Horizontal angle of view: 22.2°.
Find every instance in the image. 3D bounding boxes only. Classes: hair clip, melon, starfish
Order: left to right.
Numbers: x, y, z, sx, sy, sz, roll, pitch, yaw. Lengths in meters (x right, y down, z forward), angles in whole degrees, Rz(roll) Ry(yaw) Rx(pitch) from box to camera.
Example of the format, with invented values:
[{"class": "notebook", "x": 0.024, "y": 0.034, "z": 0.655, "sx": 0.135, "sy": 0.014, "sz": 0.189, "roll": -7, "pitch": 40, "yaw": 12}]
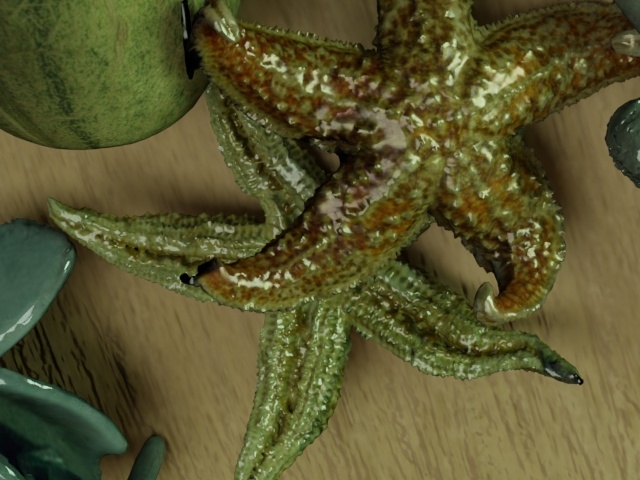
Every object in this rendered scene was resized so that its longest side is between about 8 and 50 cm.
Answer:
[{"class": "hair clip", "x": -0.310, "y": 0.162, "z": 1.246, "sx": 0.318, "sy": 0.392, "sz": 0.238, "roll": -5, "pitch": 136, "yaw": 23}, {"class": "melon", "x": -0.168, "y": -0.215, "z": 1.020, "sx": 0.248, "sy": 0.248, "sz": 0.329, "roll": -1, "pitch": 114, "yaw": 24}, {"class": "starfish", "x": 0.000, "y": -0.002, "z": 1.141, "sx": 0.347, "sy": 0.078, "sz": 0.358, "roll": -22, "pitch": 87, "yaw": 18}, {"class": "starfish", "x": 0.053, "y": -0.090, "z": 1.010, "sx": 0.303, "sy": 0.113, "sz": 0.312, "roll": 15, "pitch": 91, "yaw": -15}]

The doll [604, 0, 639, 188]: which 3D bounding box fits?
[{"class": "doll", "x": 0.295, "y": -0.089, "z": 0.960, "sx": 0.246, "sy": 0.158, "sz": 0.340, "roll": -39, "pitch": 79, "yaw": 1}]
